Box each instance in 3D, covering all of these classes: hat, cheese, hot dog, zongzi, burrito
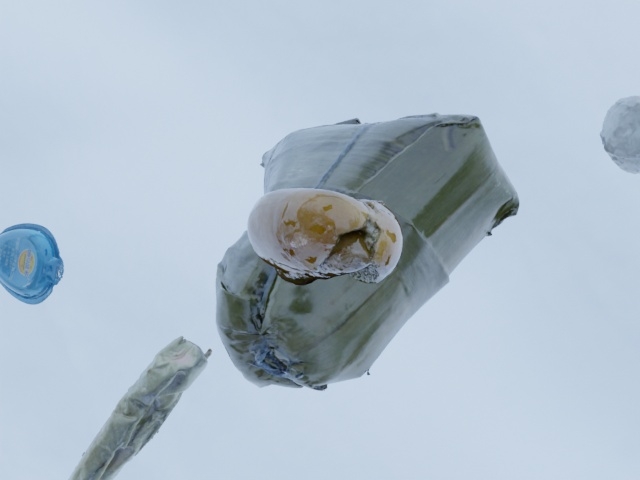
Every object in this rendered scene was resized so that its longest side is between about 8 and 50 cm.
[{"bbox_3d":[0.239,-0.059,1.192,0.093,0.162,0.112,-51,54,8],"label":"hat"},{"bbox_3d":[-0.189,0.008,1.091,0.111,0.017,0.047,16,93,40],"label":"cheese"},{"bbox_3d":[-0.002,0.000,1.124,0.090,0.140,0.060,11,89,-26],"label":"hot dog"},{"bbox_3d":[-0.025,0.005,1.369,0.251,0.274,0.125,-43,121,-31],"label":"zongzi"},{"bbox_3d":[-0.164,0.159,1.635,0.045,0.041,0.185,36,110,-1],"label":"burrito"}]
